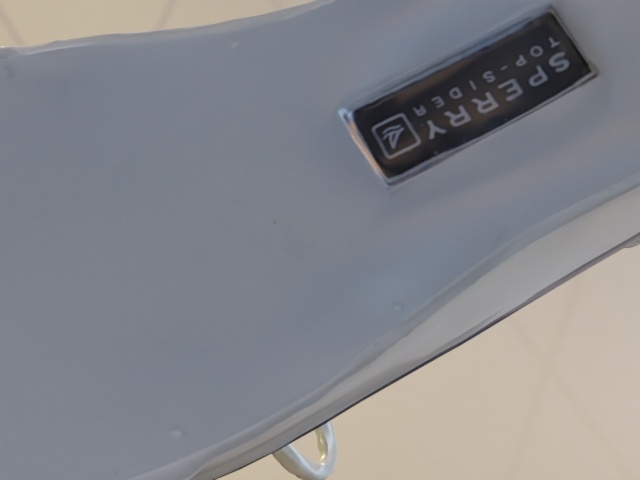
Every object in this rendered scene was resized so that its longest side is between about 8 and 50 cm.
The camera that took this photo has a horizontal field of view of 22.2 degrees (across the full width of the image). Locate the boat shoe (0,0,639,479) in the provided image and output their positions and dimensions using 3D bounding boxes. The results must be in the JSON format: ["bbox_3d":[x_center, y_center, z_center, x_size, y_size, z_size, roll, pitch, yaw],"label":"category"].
[{"bbox_3d":[-0.003,-0.008,0.497,0.367,0.136,0.156,-27,-16,-9],"label":"boat shoe"}]
